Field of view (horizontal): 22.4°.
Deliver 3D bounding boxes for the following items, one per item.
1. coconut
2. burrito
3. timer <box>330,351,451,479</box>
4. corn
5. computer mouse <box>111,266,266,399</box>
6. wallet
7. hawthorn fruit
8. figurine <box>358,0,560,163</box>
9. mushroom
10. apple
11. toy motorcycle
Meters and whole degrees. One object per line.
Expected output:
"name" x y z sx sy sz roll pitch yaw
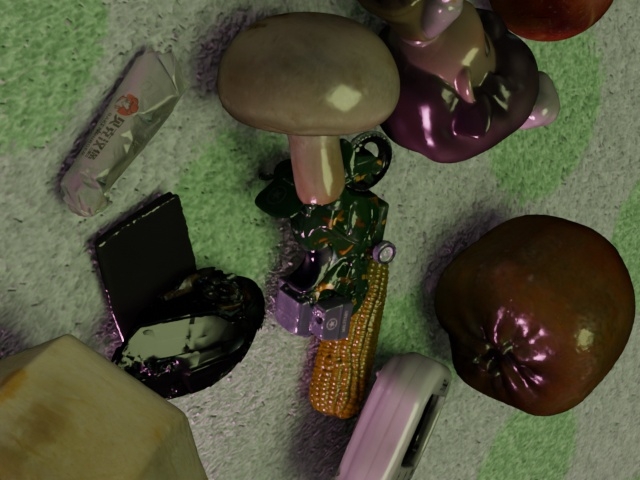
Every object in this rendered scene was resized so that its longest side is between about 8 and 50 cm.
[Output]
"coconut" -0.286 0.256 1.654 0.323 0.323 0.323 -23 123 -41
"burrito" -0.211 -0.115 1.737 0.203 0.064 0.064 -59 140 -14
"timer" 0.094 0.264 2.175 0.262 0.087 0.237 36 77 -78
"corn" 0.040 0.120 2.115 0.080 0.080 0.231 3 102 -49
"computer mouse" -0.142 0.114 1.866 0.242 0.077 0.146 -25 125 -39
"wallet" -0.190 0.069 1.869 0.124 0.025 0.244 -37 134 -31
"hawthorn fruit" 0.318 0.091 2.285 0.301 0.268 0.268 -36 131 -36
"figurine" 0.140 -0.261 1.936 0.206 0.218 0.365 -45 140 -25
"mushroom" -0.012 -0.149 1.827 0.207 0.207 0.215 -24 119 -40
"apple" 0.299 -0.362 2.130 0.201 0.162 0.201 -8 101 -45
"toy motorcycle" 0.000 0.000 1.976 0.187 0.125 0.274 -10 119 -35
